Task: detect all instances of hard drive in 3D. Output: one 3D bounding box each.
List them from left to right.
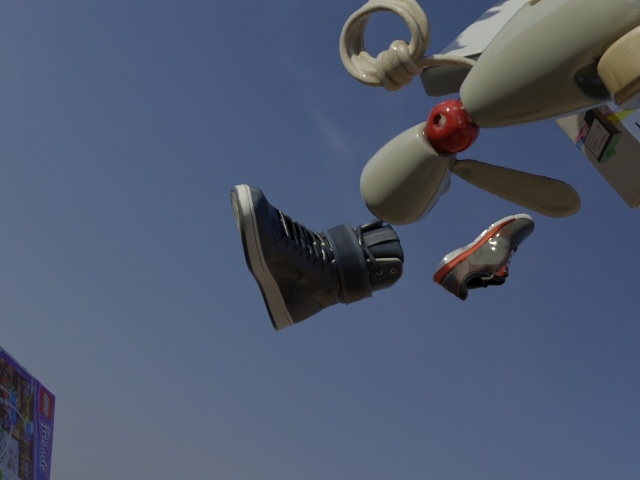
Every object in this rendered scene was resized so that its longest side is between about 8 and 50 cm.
[{"bbox_3d":[0.301,-0.293,1.364,0.233,0.353,0.047,-9,-67,33],"label":"hard drive"}]

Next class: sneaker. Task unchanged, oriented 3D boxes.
[{"bbox_3d":[0.000,-0.001,1.085,0.163,0.086,0.226,-17,-35,1],"label":"sneaker"},{"bbox_3d":[0.211,0.027,1.253,0.065,0.158,0.061,48,-23,25],"label":"sneaker"}]

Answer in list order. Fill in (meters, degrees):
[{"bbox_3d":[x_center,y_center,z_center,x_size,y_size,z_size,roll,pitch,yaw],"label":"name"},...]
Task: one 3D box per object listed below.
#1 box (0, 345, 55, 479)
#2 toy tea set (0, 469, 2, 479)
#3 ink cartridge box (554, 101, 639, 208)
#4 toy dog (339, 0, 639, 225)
[{"bbox_3d":[-0.418,0.292,1.314,0.057,0.293,0.201,-13,-37,9],"label":"box"},{"bbox_3d":[-0.391,0.224,0.855,0.336,0.200,0.124,16,18,-15],"label":"toy tea set"},{"bbox_3d":[0.511,-0.215,1.672,0.278,0.201,0.117,54,-29,21],"label":"ink cartridge box"},{"bbox_3d":[0.185,-0.131,0.858,0.161,0.220,0.334,0,-9,-43],"label":"toy dog"}]
